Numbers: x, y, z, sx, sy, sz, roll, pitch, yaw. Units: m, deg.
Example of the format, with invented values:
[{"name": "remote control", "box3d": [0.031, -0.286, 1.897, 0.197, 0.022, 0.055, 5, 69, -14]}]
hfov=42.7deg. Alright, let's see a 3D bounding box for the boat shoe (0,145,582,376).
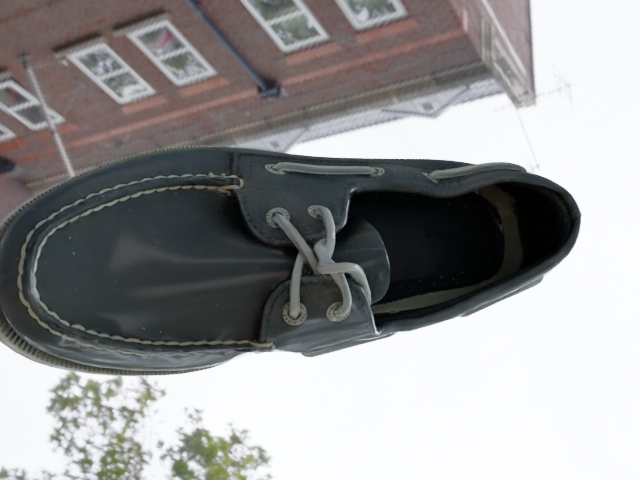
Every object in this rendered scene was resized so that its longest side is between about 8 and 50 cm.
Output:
[{"name": "boat shoe", "box3d": [0.000, 0.000, 0.414, 0.099, 0.319, 0.116, -15, -100, 57]}]
